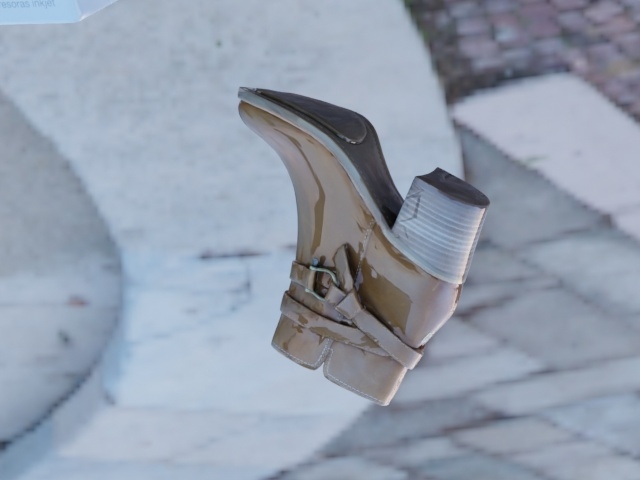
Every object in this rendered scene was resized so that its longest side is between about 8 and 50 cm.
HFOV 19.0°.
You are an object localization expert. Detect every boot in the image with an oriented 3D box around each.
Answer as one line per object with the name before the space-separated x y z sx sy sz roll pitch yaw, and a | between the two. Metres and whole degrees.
boot | 0.000 0.000 1.214 0.073 0.197 0.152 -6 126 -56

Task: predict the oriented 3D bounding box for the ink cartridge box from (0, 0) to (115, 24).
ink cartridge box | -0.236 -0.287 1.241 0.201 0.278 0.117 2 -156 28
